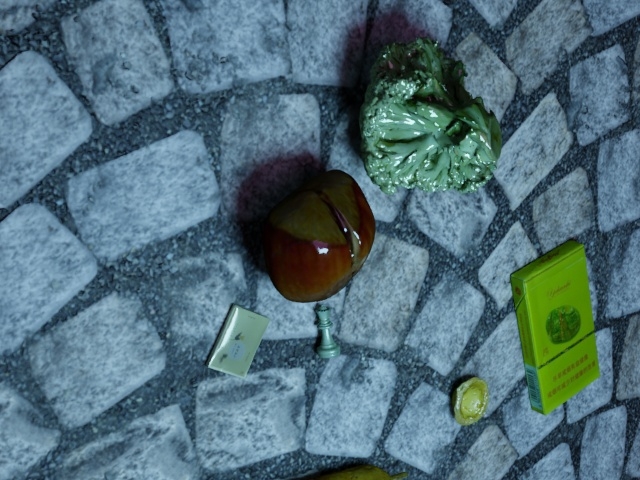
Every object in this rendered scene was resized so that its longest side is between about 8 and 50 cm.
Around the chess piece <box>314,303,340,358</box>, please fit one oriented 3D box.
[{"bbox_3d":[0.009,0.156,1.579,0.042,0.042,0.093,-15,103,-31],"label":"chess piece"}]

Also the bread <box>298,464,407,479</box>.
[{"bbox_3d":[0.015,0.468,1.635,0.344,0.084,0.124,-10,130,-33],"label":"bread"}]

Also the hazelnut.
[{"bbox_3d":[0.003,0.001,1.449,0.212,0.181,0.181,-40,102,-32],"label":"hazelnut"}]

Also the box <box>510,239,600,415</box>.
[{"bbox_3d":[0.503,0.186,1.925,0.187,0.047,0.335,-26,116,-27],"label":"box"}]

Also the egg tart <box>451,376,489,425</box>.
[{"bbox_3d":[0.296,0.319,1.818,0.105,0.039,0.105,-9,107,-33],"label":"egg tart"}]

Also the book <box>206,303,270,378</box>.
[{"bbox_3d":[-0.134,0.167,1.494,0.077,0.014,0.111,26,86,-36],"label":"book"}]

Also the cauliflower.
[{"bbox_3d":[0.197,-0.195,1.489,0.275,0.250,0.272,-15,112,-36],"label":"cauliflower"}]
